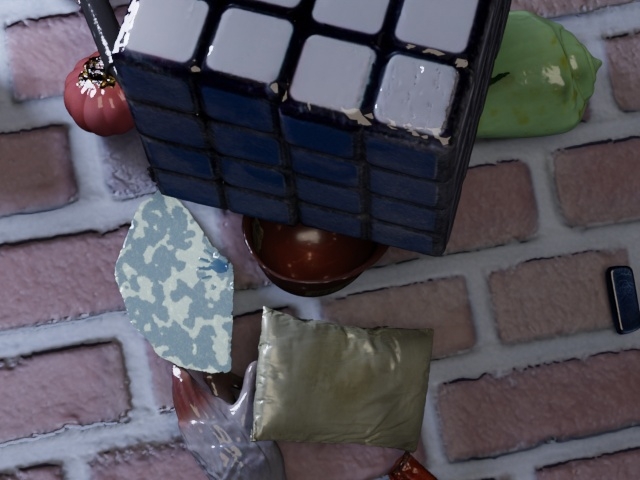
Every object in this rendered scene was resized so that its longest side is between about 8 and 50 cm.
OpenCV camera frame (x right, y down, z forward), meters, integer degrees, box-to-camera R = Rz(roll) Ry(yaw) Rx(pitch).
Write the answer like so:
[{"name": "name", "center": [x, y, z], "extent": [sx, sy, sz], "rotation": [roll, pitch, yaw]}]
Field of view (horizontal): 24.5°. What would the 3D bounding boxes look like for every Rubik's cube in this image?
[{"name": "Rubik's cube", "center": [0.012, -0.216, 1.523], "extent": [0.337, 0.344, 0.343], "rotation": [14, 73, 6]}]

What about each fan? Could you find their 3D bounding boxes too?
[{"name": "fan", "center": [-0.162, 0.047, 1.663], "extent": [0.131, 0.009, 0.240], "rotation": [-18, 70, -6]}]

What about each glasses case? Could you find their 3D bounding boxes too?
[{"name": "glasses case", "center": [0.366, 0.071, 1.782], "extent": [0.034, 0.023, 0.083], "rotation": [-9, 88, -16]}]

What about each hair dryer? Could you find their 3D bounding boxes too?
[{"name": "hair dryer", "center": [-0.234, -0.267, 1.634], "extent": [0.114, 0.070, 0.248], "rotation": [-20, 59, -11]}]

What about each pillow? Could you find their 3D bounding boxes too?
[{"name": "pillow", "center": [0.024, 0.158, 1.645], "extent": [0.230, 0.050, 0.148], "rotation": [8, 77, -30]}]

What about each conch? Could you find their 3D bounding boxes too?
[{"name": "conch", "center": [0.206, -0.195, 1.741], "extent": [0.251, 0.137, 0.143], "rotation": [2, 112, 8]}]

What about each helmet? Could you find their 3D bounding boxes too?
[{"name": "helmet", "center": [0.000, 0.000, 1.678], "extent": [0.175, 0.106, 0.155], "rotation": [-24, 65, -11]}]

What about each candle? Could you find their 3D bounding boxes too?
[{"name": "candle", "center": [0.142, 0.314, 1.708], "extent": [0.162, 0.053, 0.048], "rotation": [43, 85, -6]}]

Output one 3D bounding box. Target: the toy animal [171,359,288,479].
[{"name": "toy animal", "center": [-0.078, 0.249, 1.652], "extent": [0.195, 0.090, 0.324], "rotation": [5, 84, -16]}]

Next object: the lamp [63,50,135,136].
[{"name": "lamp", "center": [-0.236, -0.167, 1.659], "extent": [0.108, 0.092, 0.107], "rotation": [-4, 54, 6]}]
